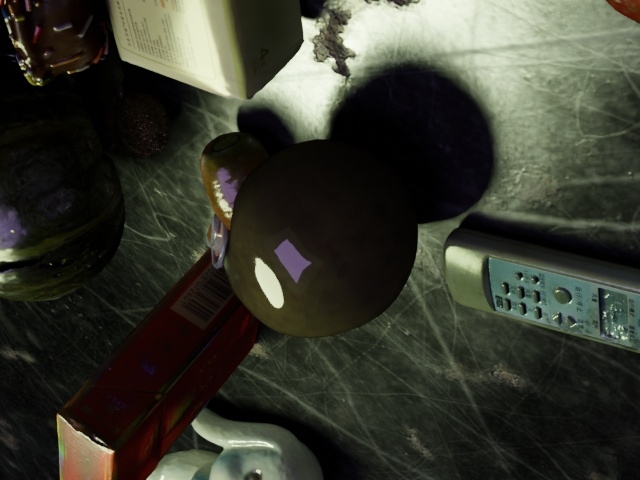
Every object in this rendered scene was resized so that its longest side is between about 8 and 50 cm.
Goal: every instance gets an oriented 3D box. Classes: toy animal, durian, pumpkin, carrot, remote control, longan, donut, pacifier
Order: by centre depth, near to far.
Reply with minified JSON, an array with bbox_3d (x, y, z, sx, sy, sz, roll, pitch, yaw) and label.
[{"bbox_3d":[-0.253,-0.264,1.065,0.089,0.235,0.235,-8,136,-3],"label":"donut"},{"bbox_3d":[0.232,0.049,1.126,0.233,0.038,0.098,14,139,30],"label":"remote control"},{"bbox_3d":[0.000,0.000,1.146,0.196,0.196,0.220,30,133,12],"label":"longan"},{"bbox_3d":[-0.068,-0.030,1.264,0.087,0.087,0.193,2,130,41],"label":"carrot"},{"bbox_3d":[-0.210,-0.134,1.283,0.080,0.080,0.091,3,121,40],"label":"durian"},{"bbox_3d":[-0.344,-0.084,1.297,0.320,0.192,0.320,56,161,32],"label":"pumpkin"},{"bbox_3d":[-0.094,-0.002,1.338,0.078,0.081,0.099,12,147,-12],"label":"pacifier"},{"bbox_3d":[-0.115,0.380,1.699,0.289,0.174,0.249,10,125,36],"label":"toy animal"}]

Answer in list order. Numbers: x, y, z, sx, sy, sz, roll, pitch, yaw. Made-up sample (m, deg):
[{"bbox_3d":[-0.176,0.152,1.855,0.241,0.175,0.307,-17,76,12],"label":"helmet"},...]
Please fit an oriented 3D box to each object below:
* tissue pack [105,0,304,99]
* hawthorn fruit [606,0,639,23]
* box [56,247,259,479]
[{"bbox_3d":[-0.114,-0.263,1.005,0.159,0.125,0.234,21,143,25],"label":"tissue pack"},{"bbox_3d":[0.305,-0.222,0.704,0.285,0.165,0.165,-12,125,20],"label":"hawthorn fruit"},{"bbox_3d":[-0.188,0.167,1.391,0.089,0.313,0.197,33,145,11],"label":"box"}]
